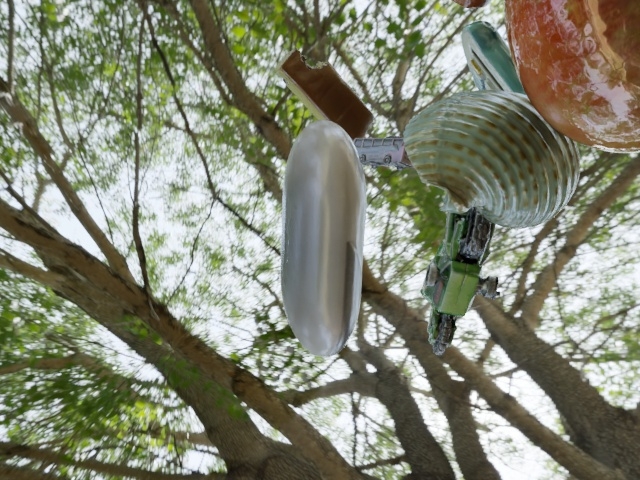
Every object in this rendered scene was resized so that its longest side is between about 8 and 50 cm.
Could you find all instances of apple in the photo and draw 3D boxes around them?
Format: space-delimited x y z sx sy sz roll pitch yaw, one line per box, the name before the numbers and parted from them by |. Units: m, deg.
apple | 0.225 -0.163 0.467 0.210 0.164 0.209 0 -88 -17

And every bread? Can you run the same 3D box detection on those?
bread | 0.010 -0.277 1.307 0.226 0.049 0.088 44 -109 -33

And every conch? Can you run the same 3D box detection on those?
conch | 0.148 -0.075 0.572 0.102 0.153 0.135 -50 -120 25

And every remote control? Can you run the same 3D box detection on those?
remote control | 0.000 0.000 0.956 0.104 0.221 0.331 0 -74 -15

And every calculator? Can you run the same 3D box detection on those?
calculator | 0.356 -0.275 1.304 0.054 0.386 0.256 -35 -101 7

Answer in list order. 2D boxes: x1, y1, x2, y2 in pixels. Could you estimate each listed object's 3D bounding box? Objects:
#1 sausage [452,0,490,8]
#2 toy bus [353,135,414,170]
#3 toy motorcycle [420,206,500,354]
sausage | 0.262 -0.460 1.220 0.089 0.089 0.179 18 -146 -9
toy bus | 0.103 -0.145 1.135 0.037 0.131 0.052 18 -95 -39
toy motorcycle | 0.148 0.031 0.738 0.074 0.190 0.106 11 -146 2
